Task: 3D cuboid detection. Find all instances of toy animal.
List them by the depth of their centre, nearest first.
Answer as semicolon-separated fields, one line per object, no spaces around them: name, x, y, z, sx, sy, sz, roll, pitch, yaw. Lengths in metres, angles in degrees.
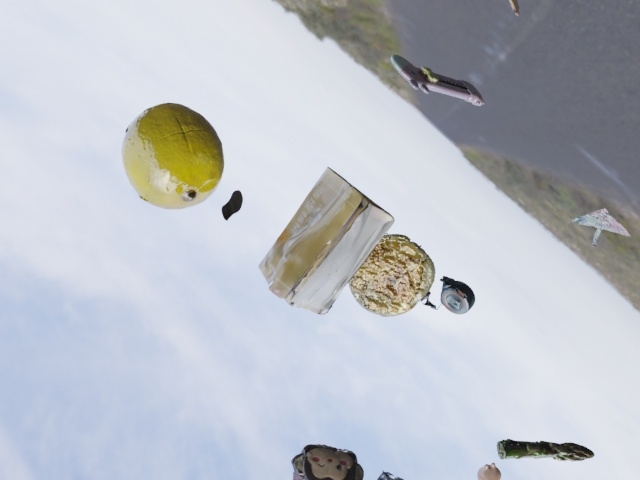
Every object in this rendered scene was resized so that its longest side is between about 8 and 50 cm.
toy animal;0.505;0.717;2.090;0.083;0.150;0.089;11;-144;34

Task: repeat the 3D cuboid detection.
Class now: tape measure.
tape measure;0.352;0.177;1.974;0.107;0.104;0.180;25;-151;30

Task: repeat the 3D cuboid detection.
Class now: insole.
insole;-0.195;-0.079;1.571;0.135;0.002;0.045;-60;-46;-65

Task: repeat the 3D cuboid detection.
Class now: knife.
knife;0.329;-0.429;1.913;0.399;0.038;0.132;1;-127;-50

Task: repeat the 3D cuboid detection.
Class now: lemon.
lemon;-0.410;-0.231;1.963;0.297;0.297;0.297;39;-166;-11

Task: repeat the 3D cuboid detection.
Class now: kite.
kite;0.656;-0.029;1.660;0.139;0.011;0.156;21;153;21

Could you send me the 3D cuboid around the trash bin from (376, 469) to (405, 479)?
trash bin;0.164;0.810;1.811;0.256;0.296;0.367;31;-171;2

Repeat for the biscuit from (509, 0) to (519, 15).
biscuit;0.379;-0.625;1.535;0.237;0.013;0.232;54;-150;-30

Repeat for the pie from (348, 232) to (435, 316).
pie;0.211;0.107;2.124;0.274;0.274;0.055;39;-159;-10

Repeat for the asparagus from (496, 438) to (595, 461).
asparagus;0.380;0.354;1.189;0.165;0.030;0.036;4;-157;0

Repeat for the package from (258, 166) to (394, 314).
package;-0.008;0.000;1.682;0.221;0.311;0.165;40;-171;18

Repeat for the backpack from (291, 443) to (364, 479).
backpack;0.011;0.730;2.136;0.229;0.229;0.139;46;157;16
